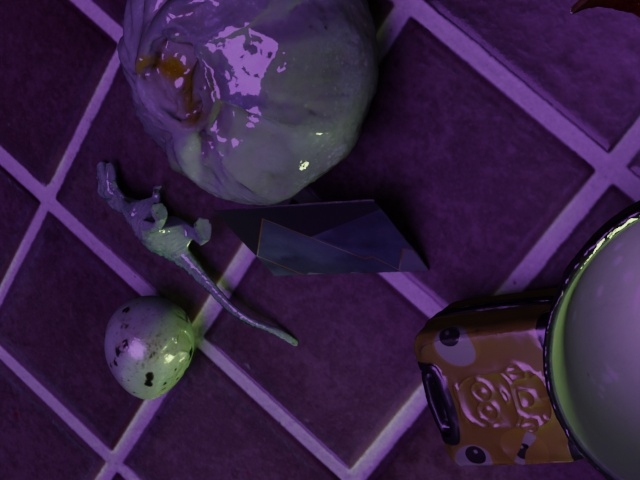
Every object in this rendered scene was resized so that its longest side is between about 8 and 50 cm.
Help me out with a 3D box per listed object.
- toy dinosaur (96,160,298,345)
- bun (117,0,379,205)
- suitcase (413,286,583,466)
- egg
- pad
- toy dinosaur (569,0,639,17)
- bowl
[{"bbox_3d":[-0.182,0.007,1.814,0.383,0.076,0.129,45,158,15],"label":"toy dinosaur"},{"bbox_3d":[-0.101,-0.207,1.603,0.361,0.211,0.362,16,121,28],"label":"bun"},{"bbox_3d":[0.242,0.159,1.589,0.234,0.143,0.194,-9,105,33],"label":"suitcase"},{"bbox_3d":[-0.241,0.156,1.893,0.131,0.131,0.164,18,131,24],"label":"egg"},{"bbox_3d":[0.000,0.000,1.695,0.243,0.004,0.164,-3,146,33],"label":"pad"},{"bbox_3d":[0.432,-0.158,1.361,0.206,0.113,0.327,-27,96,36],"label":"toy dinosaur"},{"bbox_3d":[0.408,0.091,1.400,0.353,0.185,0.354,2,106,6],"label":"bowl"}]
